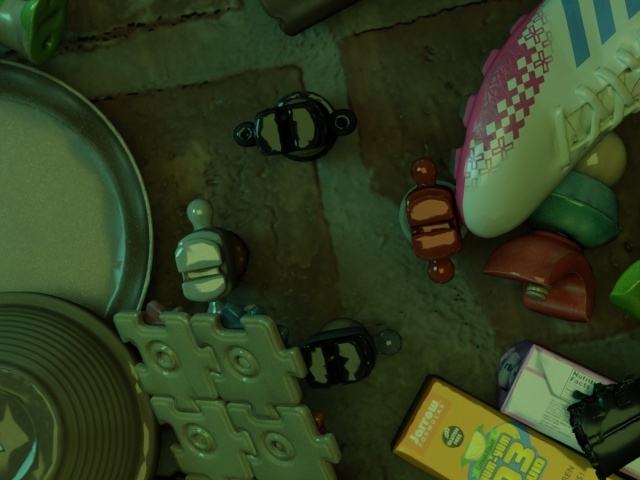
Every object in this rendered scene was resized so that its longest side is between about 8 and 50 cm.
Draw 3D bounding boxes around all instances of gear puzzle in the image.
[{"bbox_3d":[-0.035,0.188,1.345,0.175,0.044,0.339,0,121,37],"label":"gear puzzle"}]

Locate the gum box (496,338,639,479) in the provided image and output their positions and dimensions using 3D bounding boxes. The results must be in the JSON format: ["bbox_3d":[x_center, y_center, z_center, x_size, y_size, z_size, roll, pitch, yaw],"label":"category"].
[{"bbox_3d":[0.231,0.144,1.366,0.188,0.107,0.062,26,91,3],"label":"gum box"}]

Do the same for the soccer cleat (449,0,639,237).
[{"bbox_3d":[0.220,-0.141,1.317,0.143,0.116,0.331,19,71,31],"label":"soccer cleat"}]

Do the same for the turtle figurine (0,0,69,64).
[{"bbox_3d":[-0.338,-0.245,1.342,0.266,0.198,0.274,31,96,20],"label":"turtle figurine"}]

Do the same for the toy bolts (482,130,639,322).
[{"bbox_3d":[0.271,-0.002,1.358,0.228,0.218,0.158,14,75,35],"label":"toy bolts"}]

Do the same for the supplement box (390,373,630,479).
[{"bbox_3d":[0.174,0.197,1.384,0.233,0.080,0.078,28,89,5],"label":"supplement box"}]

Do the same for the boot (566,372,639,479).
[{"bbox_3d":[0.253,0.154,1.287,0.099,0.045,0.121,-26,81,0],"label":"boot"}]

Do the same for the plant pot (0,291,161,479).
[{"bbox_3d":[-0.251,0.155,1.339,0.237,0.110,0.237,0,85,4],"label":"plant pot"}]

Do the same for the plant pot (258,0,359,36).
[{"bbox_3d":[0.011,-0.259,1.365,0.165,0.167,0.167,-33,88,11],"label":"plant pot"}]

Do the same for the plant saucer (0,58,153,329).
[{"bbox_3d":[-0.292,0.001,1.427,0.311,0.050,0.310,0,89,3],"label":"plant saucer"}]

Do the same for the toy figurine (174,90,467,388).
[{"bbox_3d":[0.000,0.000,1.369,0.213,0.148,0.209,32,97,1],"label":"toy figurine"}]
